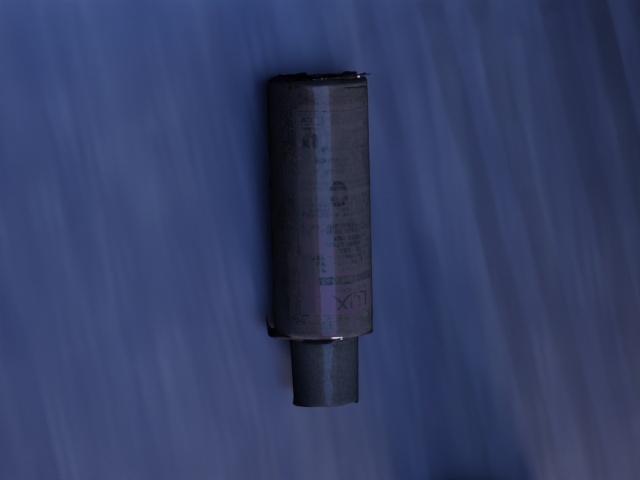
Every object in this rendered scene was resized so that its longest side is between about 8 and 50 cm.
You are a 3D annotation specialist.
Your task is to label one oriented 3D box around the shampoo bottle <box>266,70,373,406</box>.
[{"bbox_3d":[0.000,0.000,1.188,0.072,0.072,0.214,-3,98,-11],"label":"shampoo bottle"}]
